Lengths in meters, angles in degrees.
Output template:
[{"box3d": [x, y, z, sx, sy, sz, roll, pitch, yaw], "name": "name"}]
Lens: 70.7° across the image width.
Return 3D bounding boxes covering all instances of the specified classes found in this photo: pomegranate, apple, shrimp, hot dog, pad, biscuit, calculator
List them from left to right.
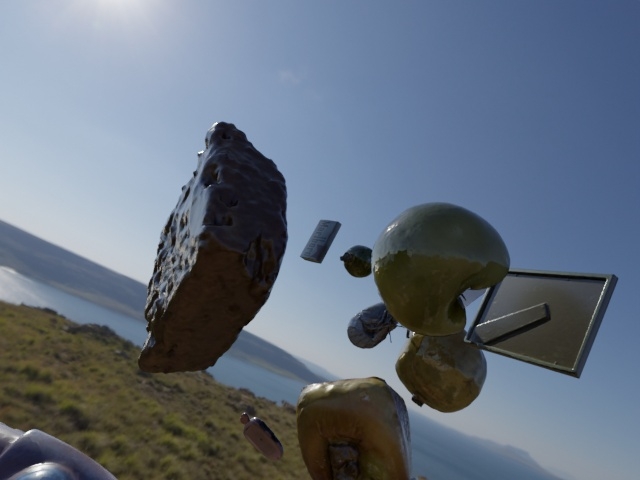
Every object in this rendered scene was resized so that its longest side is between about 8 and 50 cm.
[{"box3d": [-0.210, 0.028, 0.865, 0.166, 0.343, 0.395, 20, -49, -25], "name": "biscuit"}, {"box3d": [-0.173, 0.566, 1.299, 0.166, 0.024, 0.103, 42, -54, 9], "name": "calculator"}, {"box3d": [0.137, 0.069, 1.593, 0.130, 0.130, 0.130, 23, -14, 6], "name": "pomegranate"}, {"box3d": [0.088, 0.408, 0.893, 0.185, 0.223, 0.405, -13, -26, 10], "name": "hot dog"}, {"box3d": [0.249, 0.266, 1.558, 0.145, 0.343, 0.116, 53, -18, 39], "name": "shrimp"}, {"box3d": [0.236, 0.052, 0.996, 0.233, 0.295, 0.258, 16, 27, -38], "name": "apple"}, {"box3d": [0.417, 0.443, 1.615, 0.332, 0.333, 0.332, 23, -14, 6], "name": "pomegranate"}, {"box3d": [0.425, 0.157, 1.301, 0.003, 0.157, 0.112, 48, 10, -7], "name": "pad"}]

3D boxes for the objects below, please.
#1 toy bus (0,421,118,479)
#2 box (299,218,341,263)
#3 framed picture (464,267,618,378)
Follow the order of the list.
[{"box3d": [-0.279, 0.241, 0.344, 0.294, 0.197, 0.232, 24, -57, 1], "name": "toy bus"}, {"box3d": [0.000, 0.000, 1.746, 0.036, 0.177, 0.115, 40, -19, -35], "name": "box"}, {"box3d": [0.450, 0.157, 0.961, 0.020, 0.211, 0.289, 35, -14, -21], "name": "framed picture"}]
